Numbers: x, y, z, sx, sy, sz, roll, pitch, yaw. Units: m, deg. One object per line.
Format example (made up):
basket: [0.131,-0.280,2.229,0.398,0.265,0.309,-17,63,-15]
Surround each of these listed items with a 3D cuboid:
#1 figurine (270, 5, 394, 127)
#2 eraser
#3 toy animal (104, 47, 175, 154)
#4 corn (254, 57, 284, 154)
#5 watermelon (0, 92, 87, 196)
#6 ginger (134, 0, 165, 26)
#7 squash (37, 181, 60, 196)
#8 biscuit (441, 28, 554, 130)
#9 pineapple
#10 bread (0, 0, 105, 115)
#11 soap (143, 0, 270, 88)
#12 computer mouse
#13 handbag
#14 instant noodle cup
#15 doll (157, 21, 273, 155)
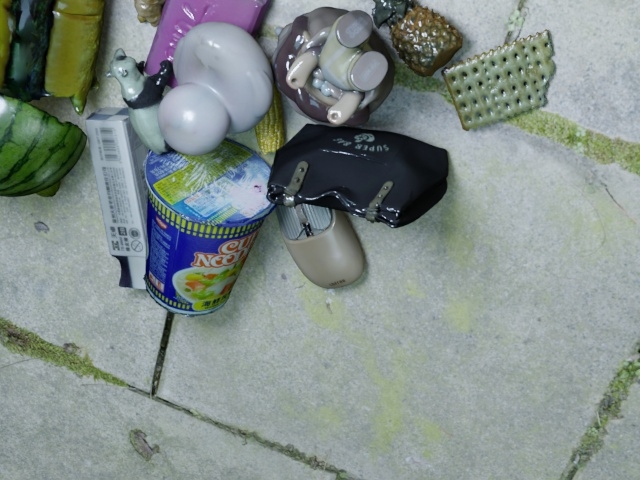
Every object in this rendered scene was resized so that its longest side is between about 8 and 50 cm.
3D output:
figurine: [0.033,-0.311,1.611,0.248,0.380,0.203,44,88,-10]
eraser: [-0.418,-0.089,2.009,0.098,0.096,0.403,3,119,15]
toy animal: [-0.333,-0.272,1.778,0.094,0.121,0.225,3,130,30]
corn: [-0.110,-0.269,1.828,0.068,0.067,0.206,0,117,18]
watermelon: [-0.641,-0.180,1.832,0.331,0.331,0.189,7,87,14]
ginger: [-0.338,-0.521,1.764,0.138,0.074,0.213,-9,111,37]
squash: [-0.639,-0.180,2.039,0.095,0.095,0.188,-20,113,26]
biscuit: [0.337,-0.288,1.687,0.203,0.016,0.144,-17,113,15]
pineapple: [0.142,-0.413,1.657,0.251,0.125,0.125,46,121,3]
bread: [-0.526,-0.437,1.779,0.209,0.251,0.376,1,122,-19]
soap: [-0.223,-0.402,1.785,0.181,0.081,0.259,30,122,1]
computer mouse: [0.000,0.000,1.929,0.145,0.082,0.236,-16,112,25]
handbag: [0.058,-0.116,1.727,0.343,0.288,0.152,11,116,12]
instant noodle cup: [-0.252,-0.016,1.913,0.284,0.284,0.312,24,130,5]
doll: [-0.206,-0.267,1.671,0.221,0.221,0.251,20,133,7]
